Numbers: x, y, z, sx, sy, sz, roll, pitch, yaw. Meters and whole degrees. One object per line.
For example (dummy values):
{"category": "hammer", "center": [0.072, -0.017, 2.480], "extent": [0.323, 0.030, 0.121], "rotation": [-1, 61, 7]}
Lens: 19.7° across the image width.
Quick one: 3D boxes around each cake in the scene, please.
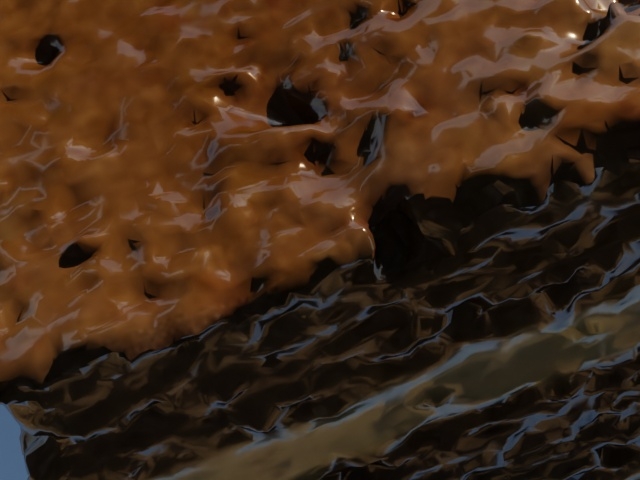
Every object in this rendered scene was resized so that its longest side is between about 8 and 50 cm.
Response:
{"category": "cake", "center": [0.000, 0.000, 0.697], "extent": [0.282, 0.256, 0.290], "rotation": [-20, -41, -1]}
